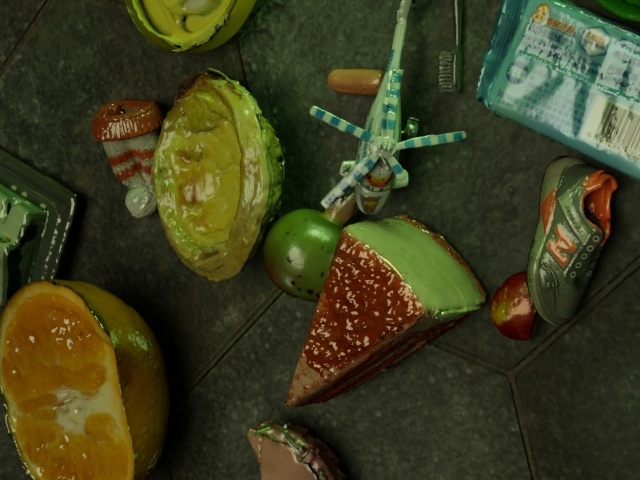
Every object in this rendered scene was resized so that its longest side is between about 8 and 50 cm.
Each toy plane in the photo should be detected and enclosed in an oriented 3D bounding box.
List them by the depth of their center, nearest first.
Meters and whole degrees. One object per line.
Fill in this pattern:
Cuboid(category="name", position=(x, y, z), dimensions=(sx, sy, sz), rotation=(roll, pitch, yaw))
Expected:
Cuboid(category="toy plane", position=(0.072, -0.170, 1.418), dimensions=(0.182, 0.107, 0.273), rotation=(-8, 89, -5))

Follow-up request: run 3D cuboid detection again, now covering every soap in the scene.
Cuboid(category="soap", position=(0.315, -0.163, 1.293), dimensions=(0.293, 0.077, 0.156), rotation=(30, 110, 25))

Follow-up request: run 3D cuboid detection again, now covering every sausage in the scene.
Cuboid(category="sausage", position=(0.048, -0.198, 1.482), dimensions=(0.083, 0.034, 0.034), rotation=(7, 100, 32))

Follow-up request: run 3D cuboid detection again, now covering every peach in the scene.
Cuboid(category="peach", position=(0.237, 0.078, 1.392), dimensions=(0.083, 0.050, 0.077), rotation=(-31, 81, 27))

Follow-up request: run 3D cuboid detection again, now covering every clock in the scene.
Cuboid(category="clock", position=(-0.165, -0.391, 1.570), dimensions=(0.277, 0.071, 0.293), rotation=(-26, 73, 43))

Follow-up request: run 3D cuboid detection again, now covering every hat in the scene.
Cuboid(category="hat", position=(-0.259, -0.113, 1.671), dimensions=(0.112, 0.093, 0.162), rotation=(4, 117, 42))

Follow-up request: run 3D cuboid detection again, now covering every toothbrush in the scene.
Cuboid(category="toothbrush", position=(0.155, -0.335, 1.404), dimensions=(0.031, 0.023, 0.321), rotation=(5, 99, 29))

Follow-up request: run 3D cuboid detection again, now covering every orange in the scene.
Cuboid(category="orange", position=(-0.336, 0.206, 1.655), dimensions=(0.274, 0.274, 0.310), rotation=(-18, 121, 33))

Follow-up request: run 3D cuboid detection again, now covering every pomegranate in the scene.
Cuboid(category="pomegranate", position=(-0.007, -0.001, 1.495), dimensions=(0.129, 0.129, 0.159), rotation=(4, 80, 32))

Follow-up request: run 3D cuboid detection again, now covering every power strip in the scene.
Cuboid(category="power strip", position=(-0.500, 0.001, 1.822), dimensions=(0.257, 0.092, 0.251), rotation=(27, 113, 31))

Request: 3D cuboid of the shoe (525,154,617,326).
Cuboid(category="shoe", position=(0.285, 0.005, 1.325), dimensions=(0.077, 0.074, 0.194), rotation=(15, 102, 53))

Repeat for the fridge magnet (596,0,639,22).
Cuboid(category="fridge magnet", position=(0.356, -0.331, 1.235), dimensions=(0.208, 0.088, 0.208), rotation=(-4, 84, 37))

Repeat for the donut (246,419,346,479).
Cuboid(category="donut", position=(-0.045, 0.362, 1.583), dimensions=(0.199, 0.085, 0.233), rotation=(42, 116, 22))

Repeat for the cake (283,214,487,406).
Cuboid(category="cake", position=(0.043, 0.082, 1.450), dimensions=(0.262, 0.158, 0.159), rotation=(-36, 74, 31))

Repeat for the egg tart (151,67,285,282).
Cuboid(category="egg tart", position=(-0.128, -0.085, 1.558), dimensions=(0.279, 0.095, 0.279), rotation=(2, 93, 52))
